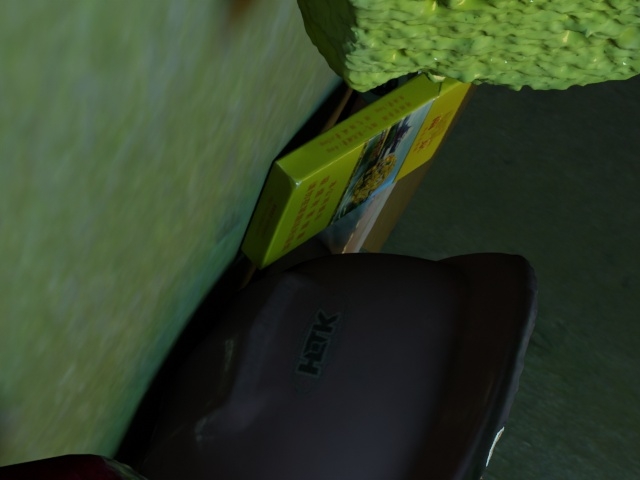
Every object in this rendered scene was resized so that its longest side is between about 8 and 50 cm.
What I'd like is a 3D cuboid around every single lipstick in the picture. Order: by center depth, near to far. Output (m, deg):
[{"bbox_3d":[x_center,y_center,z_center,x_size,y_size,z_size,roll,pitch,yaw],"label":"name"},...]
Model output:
[{"bbox_3d":[0.052,-0.121,0.876,0.037,0.037,0.116,-63,178,34],"label":"lipstick"}]

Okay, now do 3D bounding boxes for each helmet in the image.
[{"bbox_3d":[-0.005,0.128,0.829,0.338,0.197,0.271,98,11,-55],"label":"helmet"}]

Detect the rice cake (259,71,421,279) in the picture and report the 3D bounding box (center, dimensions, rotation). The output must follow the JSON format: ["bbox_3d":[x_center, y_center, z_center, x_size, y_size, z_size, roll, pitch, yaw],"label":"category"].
[{"bbox_3d":[0.000,0.001,0.983,0.298,0.050,0.106,-61,174,17],"label":"rice cake"}]

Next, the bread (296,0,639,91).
[{"bbox_3d":[0.049,-0.105,0.417,0.114,0.129,0.111,42,41,-81],"label":"bread"}]

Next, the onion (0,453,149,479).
[{"bbox_3d":[-0.084,0.149,0.463,0.173,0.135,0.198,-58,178,16],"label":"onion"}]

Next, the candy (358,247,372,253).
[{"bbox_3d":[-0.007,0.231,1.269,0.386,0.186,0.427,-72,-179,-46],"label":"candy"}]

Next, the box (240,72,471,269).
[{"bbox_3d":[0.023,-0.047,0.814,0.155,0.023,0.087,-34,158,-34],"label":"box"}]
